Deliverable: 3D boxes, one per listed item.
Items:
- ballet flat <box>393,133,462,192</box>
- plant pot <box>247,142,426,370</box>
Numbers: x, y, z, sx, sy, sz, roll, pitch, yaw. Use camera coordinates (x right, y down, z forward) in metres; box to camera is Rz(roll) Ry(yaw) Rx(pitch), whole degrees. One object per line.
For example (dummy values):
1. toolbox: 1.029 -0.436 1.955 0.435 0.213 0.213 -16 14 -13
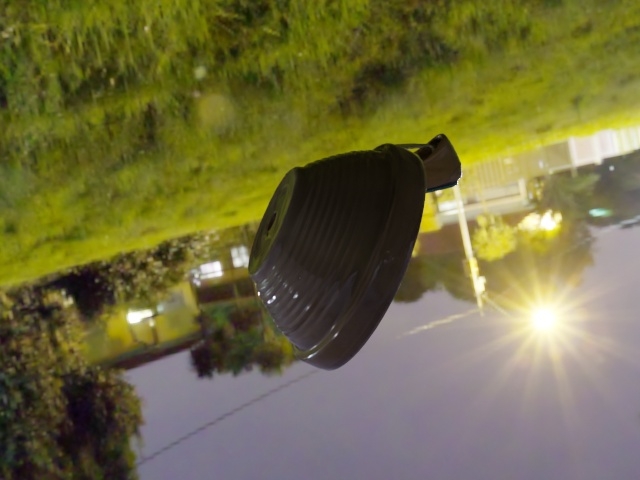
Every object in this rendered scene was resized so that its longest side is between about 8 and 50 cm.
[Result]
1. ballet flat: 0.060 -0.075 1.006 0.232 0.073 0.080 -19 -160 -6
2. plant pot: 0.000 0.000 0.808 0.110 0.237 0.237 24 173 -14
